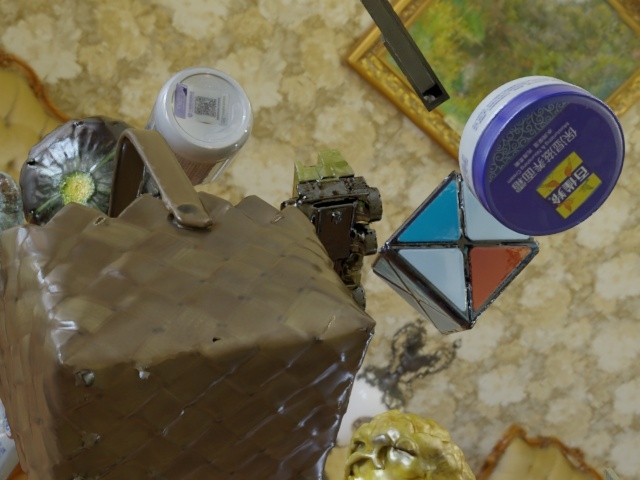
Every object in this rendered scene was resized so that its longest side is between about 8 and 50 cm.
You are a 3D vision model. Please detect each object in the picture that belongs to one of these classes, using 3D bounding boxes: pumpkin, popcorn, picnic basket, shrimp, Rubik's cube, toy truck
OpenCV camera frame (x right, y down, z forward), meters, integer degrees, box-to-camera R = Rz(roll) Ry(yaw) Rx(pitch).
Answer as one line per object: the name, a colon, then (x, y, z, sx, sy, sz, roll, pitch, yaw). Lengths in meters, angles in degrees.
pumpkin: (-0.438, -0.099, 1.483, 0.296, 0.296, 0.296, 40, 15, -13)
popcorn: (0.144, 0.412, 1.228, 0.250, 0.250, 0.190, 44, 20, 2)
picnic basket: (-0.137, 0.070, 0.661, 0.291, 0.254, 0.321, -3, 32, -29)
shrimp: (-0.528, 0.001, 1.211, 0.079, 0.233, 0.090, 13, 15, 15)
Rubik's cube: (0.281, 0.036, 1.603, 0.246, 0.250, 0.248, 42, -11, 7)
toy truck: (0.001, 0.005, 1.035, 0.127, 0.257, 0.127, -9, 44, -13)

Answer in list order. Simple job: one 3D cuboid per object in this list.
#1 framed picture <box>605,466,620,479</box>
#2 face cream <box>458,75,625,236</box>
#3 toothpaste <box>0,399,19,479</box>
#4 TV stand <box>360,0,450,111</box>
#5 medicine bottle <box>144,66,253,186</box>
framed picture: (0.384, 0.399, 0.900, 0.136, 0.010, 0.201, -86, 166, -80)
face cream: (0.298, -0.118, 1.018, 0.206, 0.206, 0.111, 37, 15, -25)
toothpaste: (-0.396, 0.238, 0.936, 0.096, 0.266, 0.061, 43, 13, 24)
TV stand: (0.112, -0.310, 1.116, 0.256, 0.040, 0.049, 50, 17, -27)
medicine bottle: (-0.187, -0.151, 1.082, 0.135, 0.135, 0.215, 42, -25, -6)
